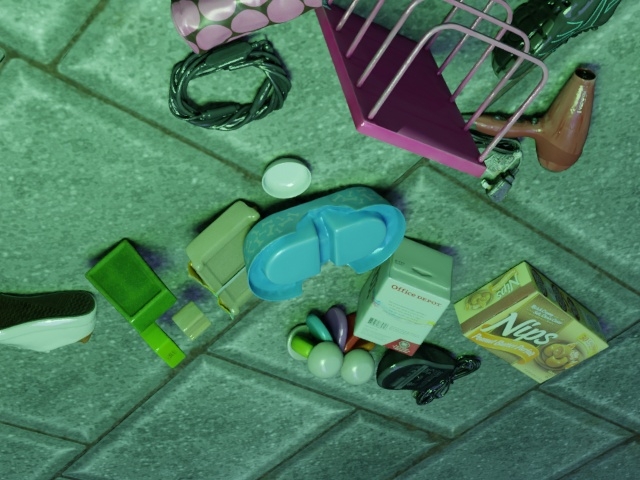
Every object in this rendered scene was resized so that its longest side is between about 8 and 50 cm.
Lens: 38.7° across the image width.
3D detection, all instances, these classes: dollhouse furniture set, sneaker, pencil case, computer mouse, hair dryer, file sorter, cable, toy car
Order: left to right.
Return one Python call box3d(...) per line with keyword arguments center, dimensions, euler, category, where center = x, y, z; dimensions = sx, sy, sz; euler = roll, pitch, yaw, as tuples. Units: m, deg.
box3d(center=(-0.557, 0.166, 1.663), dimensions=(0.290, 0.105, 0.123), euler=(0, 135, -15), category="sneaker")
box3d(center=(-0.229, 0.050, 1.645), dimensions=(0.301, 0.151, 0.197), euler=(-42, 145, -10), category="dollhouse furniture set")
box3d(center=(-0.140, -0.229, 1.379), dimensions=(0.185, 0.047, 0.150), euler=(-22, 143, 7), category="cable")
box3d(center=(-0.095, -0.324, 1.245), dimensions=(0.209, 0.095, 0.098), euler=(-17, 154, 9), category="pencil case")
box3d(center=(0.030, 0.202, 1.839), dimensions=(0.182, 0.159, 0.136), euler=(16, 97, -28), category="toy car")
box3d(center=(0.213, 0.283, 2.018), dimensions=(0.188, 0.072, 0.272), euler=(-40, 144, 25), category="computer mouse")
box3d(center=(0.146, -0.268, 1.216), dimensions=(0.202, 0.290, 0.182), euler=(16, 128, -29), category="file sorter")
box3d(center=(0.342, -0.177, 1.520), dimensions=(0.293, 0.080, 0.224), euler=(-38, 132, 26), category="hair dryer")
box3d(center=(0.366, -0.327, 1.343), dimensions=(0.106, 0.101, 0.267), euler=(20, 130, -34), category="sneaker")

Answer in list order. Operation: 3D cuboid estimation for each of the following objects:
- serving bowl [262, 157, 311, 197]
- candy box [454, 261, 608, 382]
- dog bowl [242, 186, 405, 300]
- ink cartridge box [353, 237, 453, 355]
box3d(center=(-0.059, -0.110, 1.536), dimensions=(0.083, 0.027, 0.083), euler=(-7, 138, -6), category="serving bowl")
box3d(center=(0.452, 0.182, 1.940), dimensions=(0.183, 0.087, 0.316), euler=(-36, 133, 25), category="candy box")
box3d(center=(0.000, 0.000, 1.593), dimensions=(0.297, 0.074, 0.166), euler=(-20, 140, -14), category="dog bowl")
box3d(center=(0.158, 0.104, 1.731), dimensions=(0.128, 0.127, 0.176), euler=(22, 132, -8), category="ink cartridge box")
